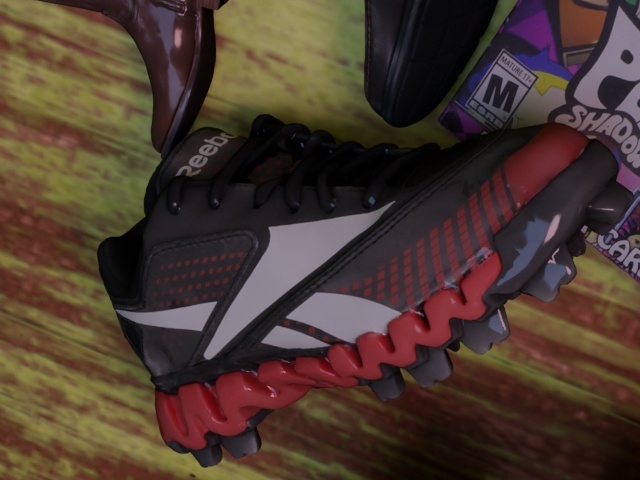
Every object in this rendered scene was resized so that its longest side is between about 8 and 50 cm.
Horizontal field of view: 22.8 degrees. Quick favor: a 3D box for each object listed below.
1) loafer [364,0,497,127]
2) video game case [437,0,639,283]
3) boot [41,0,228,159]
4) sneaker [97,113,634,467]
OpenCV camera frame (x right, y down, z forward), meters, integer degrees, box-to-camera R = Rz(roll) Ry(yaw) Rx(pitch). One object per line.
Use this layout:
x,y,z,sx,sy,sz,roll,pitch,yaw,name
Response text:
0.040,-0.130,0.653,0.061,0.062,0.170,28,119,30,loafer
0.192,-0.060,0.611,0.232,0.042,0.210,40,116,13,video game case
-0.102,-0.100,0.710,0.114,0.037,0.106,17,103,5,boot
0.000,0.000,0.664,0.276,0.097,0.135,-27,97,44,sneaker
